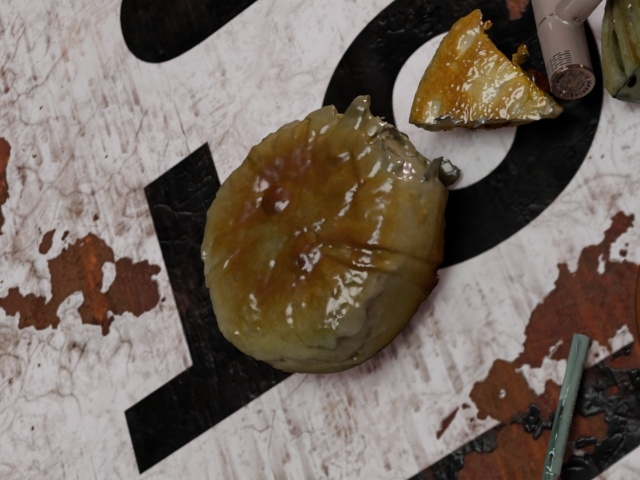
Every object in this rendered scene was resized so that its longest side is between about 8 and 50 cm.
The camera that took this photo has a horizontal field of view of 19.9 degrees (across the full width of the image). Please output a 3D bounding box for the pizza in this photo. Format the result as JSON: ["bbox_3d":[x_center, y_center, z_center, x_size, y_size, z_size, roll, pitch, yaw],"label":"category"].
[{"bbox_3d":[0.204,-0.172,2.098,0.194,0.069,0.154,26,86,36],"label":"pizza"}]

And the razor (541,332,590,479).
[{"bbox_3d":[0.252,0.196,1.901,0.084,0.036,0.211,-1,69,36],"label":"razor"}]

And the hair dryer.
[{"bbox_3d":[0.297,-0.299,2.009,0.220,0.054,0.195,116,156,-44],"label":"hair dryer"}]

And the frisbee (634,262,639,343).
[{"bbox_3d":[0.396,0.048,1.807,0.251,0.021,0.250,-23,62,53],"label":"frisbee"}]

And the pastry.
[{"bbox_3d":[0.000,0.000,2.124,0.330,0.136,0.329,-16,62,32],"label":"pastry"}]

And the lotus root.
[{"bbox_3d":[0.368,-0.240,1.997,0.143,0.070,0.144,-44,44,40],"label":"lotus root"}]
